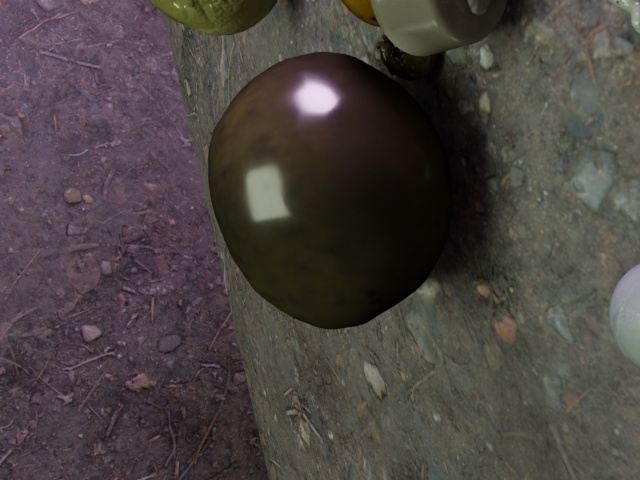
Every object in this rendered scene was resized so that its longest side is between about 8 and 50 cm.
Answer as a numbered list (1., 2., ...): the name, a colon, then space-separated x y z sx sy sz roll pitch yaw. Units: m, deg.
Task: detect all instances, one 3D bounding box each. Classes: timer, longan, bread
1. timer: 0.196 -0.277 0.645 0.266 0.175 0.175 15 118 47
2. longan: 0.014 -0.068 0.948 0.404 0.336 0.404 49 156 32
3. bread: 0.123 -0.267 0.925 0.113 0.060 0.082 -169 69 -67
4. bread: -0.212 -0.571 1.271 0.237 0.321 0.320 72 173 -61

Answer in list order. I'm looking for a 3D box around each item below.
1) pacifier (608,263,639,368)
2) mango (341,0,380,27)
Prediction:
1. pacifier: 0.299 0.041 0.431 0.287 0.226 0.238 105 164 -52
2. mango: 0.078 -0.360 0.844 0.166 0.136 0.236 47 -158 -36
